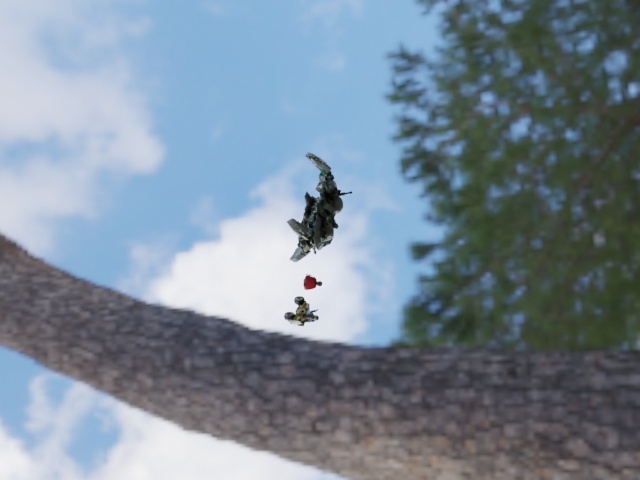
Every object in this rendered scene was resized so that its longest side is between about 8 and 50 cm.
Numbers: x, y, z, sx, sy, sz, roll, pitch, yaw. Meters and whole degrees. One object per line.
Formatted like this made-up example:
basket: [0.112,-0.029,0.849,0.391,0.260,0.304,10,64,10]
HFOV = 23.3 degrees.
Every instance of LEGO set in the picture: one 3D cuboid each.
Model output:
LEGO set: [0.001,0.001,0.743,0.054,0.023,0.083,-45,-43,-66]
